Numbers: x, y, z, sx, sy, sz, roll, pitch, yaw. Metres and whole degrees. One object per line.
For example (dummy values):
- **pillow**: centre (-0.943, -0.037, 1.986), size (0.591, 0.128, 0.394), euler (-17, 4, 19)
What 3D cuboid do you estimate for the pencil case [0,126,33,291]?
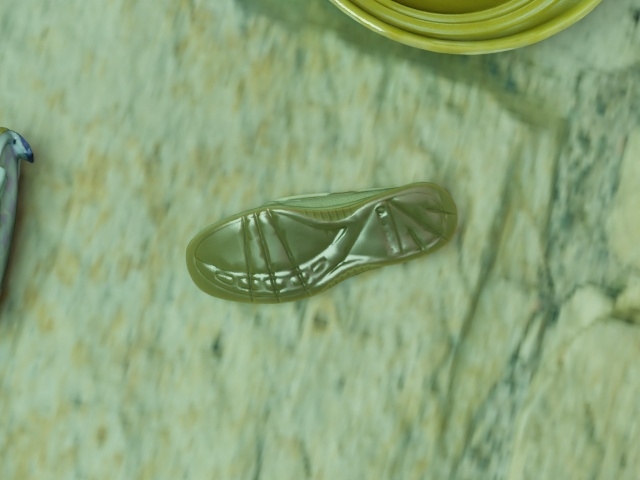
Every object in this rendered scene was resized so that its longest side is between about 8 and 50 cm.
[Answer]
- **pencil case**: centre (-0.290, -0.018, 0.681), size (0.273, 0.124, 0.113), euler (6, 83, -5)

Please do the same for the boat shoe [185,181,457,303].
- **boat shoe**: centre (0.000, -0.002, 0.756), size (0.153, 0.048, 0.056), euler (-16, 98, -1)

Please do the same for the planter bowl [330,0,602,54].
- **planter bowl**: centre (0.071, -0.201, 0.757), size (0.217, 0.090, 0.217), euler (1, 83, -6)
